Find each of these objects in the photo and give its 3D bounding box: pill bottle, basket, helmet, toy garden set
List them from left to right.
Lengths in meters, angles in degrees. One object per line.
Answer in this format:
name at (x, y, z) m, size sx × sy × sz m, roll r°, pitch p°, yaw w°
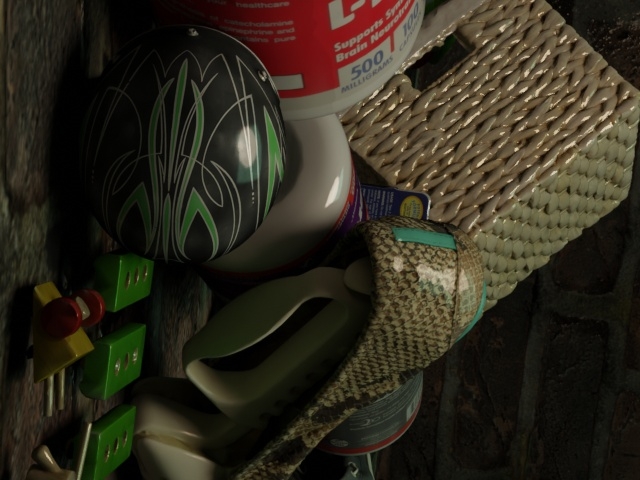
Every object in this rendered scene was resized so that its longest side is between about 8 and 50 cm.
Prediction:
toy garden set at (-0.184, 0.127, 1.091) m, size 0.204 × 0.049 × 0.244 m, roll -33°, pitch 131°, yaw -81°
helmet at (-0.101, -0.067, 1.077) m, size 0.161 × 0.170 × 0.169 m, roll 111°, pitch -12°, yaw -82°
pill bottle at (-0.040, -0.274, 1.051) m, size 0.407 × 0.229 × 0.229 m, roll 78°, pitch 22°, yaw -66°
pill bottle at (-0.048, -0.028, 1.381) m, size 0.323 × 0.182 × 0.181 m, roll 64°, pitch 34°, yaw -75°
pill bottle at (0.034, 0.130, 1.978) m, size 0.363 × 0.210 × 0.210 m, roll 83°, pitch 17°, yaw -58°
basket at (0.206, -0.110, 1.880) m, size 0.328 × 0.266 × 0.331 m, roll -39°, pitch 160°, yaw -8°

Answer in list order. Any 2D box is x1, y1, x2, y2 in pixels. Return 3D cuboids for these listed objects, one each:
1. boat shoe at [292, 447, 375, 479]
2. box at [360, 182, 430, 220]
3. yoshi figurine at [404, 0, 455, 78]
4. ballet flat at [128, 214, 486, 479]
boat shoe at (0.008, 0.319, 2.153) m, size 0.099 × 0.116 × 0.319 m, roll 56°, pitch -1°, yaw -25°
box at (0.000, 0.000, 1.575) m, size 0.036 × 0.225 × 0.136 m, roll -9°, pitch 107°, yaw -81°
yoshi figurine at (0.095, -0.312, 1.931) m, size 0.362 × 0.203 × 0.203 m, roll -48°, pitch -176°, yaw -30°
ballet flat at (-0.062, 0.133, 1.307) m, size 0.483 × 0.182 × 0.164 m, roll -45°, pitch -134°, yaw 31°
